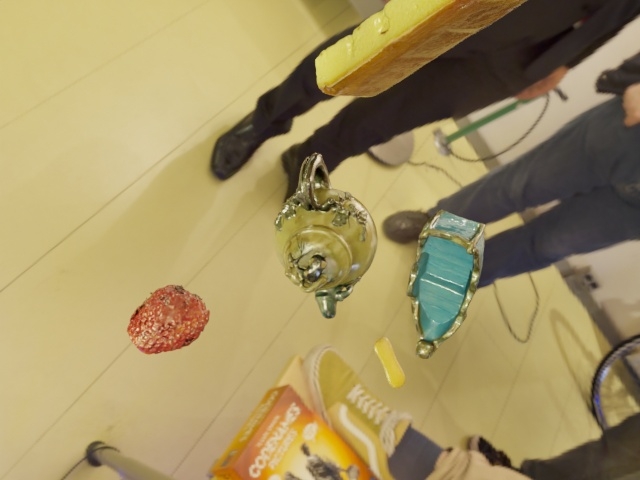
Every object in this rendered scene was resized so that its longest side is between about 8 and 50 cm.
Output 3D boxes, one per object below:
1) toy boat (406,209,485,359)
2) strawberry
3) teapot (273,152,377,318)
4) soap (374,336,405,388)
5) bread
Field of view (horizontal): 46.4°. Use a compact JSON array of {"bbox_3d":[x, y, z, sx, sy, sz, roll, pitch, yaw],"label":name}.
[{"bbox_3d":[0.131,0.053,0.819,0.075,0.186,0.077,23,51,18],"label":"toy boat"},{"bbox_3d":[-0.187,0.097,0.909,0.096,0.083,0.083,-42,103,-18],"label":"strawberry"},{"bbox_3d":[0.000,0.000,1.200,0.183,0.173,0.270,-69,154,-59],"label":"teapot"},{"bbox_3d":[0.115,0.204,1.244,0.034,0.012,0.089,-25,93,-26],"label":"soap"},{"bbox_3d":[0.139,-0.310,1.099,0.138,0.361,0.077,-10,82,-38],"label":"bread"}]
